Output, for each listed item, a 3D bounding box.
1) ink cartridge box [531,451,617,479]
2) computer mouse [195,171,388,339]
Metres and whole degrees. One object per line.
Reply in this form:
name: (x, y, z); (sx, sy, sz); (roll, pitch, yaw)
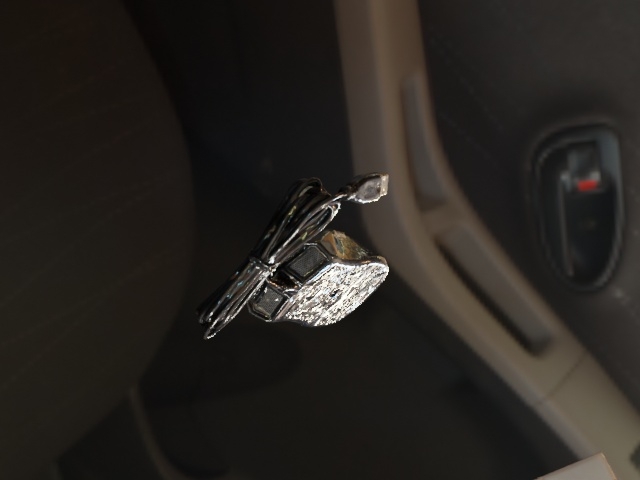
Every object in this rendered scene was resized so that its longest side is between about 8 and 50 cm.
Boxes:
ink cartridge box: (0.145, 0.397, 1.294); (0.279, 0.385, 0.160); (67, 2, -51)
computer mouse: (0.000, 0.000, 1.154); (0.060, 0.184, 0.262); (49, 22, 20)
